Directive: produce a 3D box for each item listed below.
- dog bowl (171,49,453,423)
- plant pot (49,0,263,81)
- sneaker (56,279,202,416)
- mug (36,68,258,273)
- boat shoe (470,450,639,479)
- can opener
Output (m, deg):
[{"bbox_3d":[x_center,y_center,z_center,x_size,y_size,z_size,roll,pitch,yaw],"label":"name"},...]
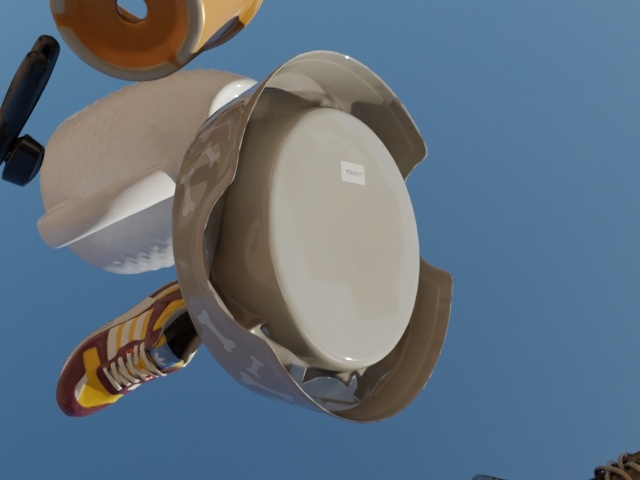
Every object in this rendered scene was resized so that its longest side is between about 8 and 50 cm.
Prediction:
[{"bbox_3d":[0.000,0.000,0.834,0.102,0.348,0.348,-10,-142,36],"label":"dog bowl"},{"bbox_3d":[-0.150,-0.240,0.768,0.205,0.205,0.188,-11,-144,14],"label":"plant pot"},{"bbox_3d":[-0.180,0.111,0.849,0.185,0.069,0.084,-42,-152,-11],"label":"sneaker"},{"bbox_3d":[-0.230,-0.088,1.219,0.328,0.276,0.374,-13,-165,43],"label":"mug"},{"bbox_3d":[0.323,0.279,0.886,0.356,0.130,0.132,12,-174,-4],"label":"boat shoe"},{"bbox_3d":[-0.293,-0.131,0.844,0.186,0.073,0.059,-52,-152,40],"label":"can opener"}]
